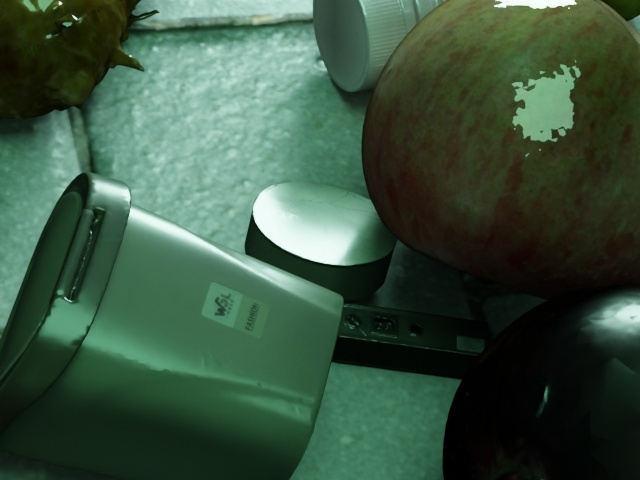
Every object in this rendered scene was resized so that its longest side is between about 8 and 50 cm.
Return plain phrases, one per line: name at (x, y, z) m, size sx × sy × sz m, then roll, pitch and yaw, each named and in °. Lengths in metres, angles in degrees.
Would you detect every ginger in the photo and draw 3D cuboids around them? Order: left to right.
ginger at (-0.217, -0.263, 1.728) m, size 0.418 × 0.176 × 0.254 m, roll -37°, pitch 74°, yaw -27°

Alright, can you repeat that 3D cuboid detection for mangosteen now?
mangosteen at (0.270, 0.176, 1.464) m, size 0.360 × 0.306 × 0.306 m, roll -18°, pitch 61°, yaw -40°

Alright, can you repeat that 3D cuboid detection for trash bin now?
trash bin at (-0.131, 0.097, 1.479) m, size 0.250 × 0.219 × 0.219 m, roll 20°, pitch 55°, yaw -8°

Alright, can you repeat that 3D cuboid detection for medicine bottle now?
medicine bottle at (0.129, -0.229, 1.817) m, size 0.250 × 0.133 × 0.133 m, roll -15°, pitch 60°, yaw -23°

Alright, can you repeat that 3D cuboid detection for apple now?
apple at (0.202, -0.091, 1.604) m, size 0.345 × 0.345 × 0.269 m, roll 20°, pitch 93°, yaw 0°

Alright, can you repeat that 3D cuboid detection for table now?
table at (0.000, 0.000, 1.648) m, size 0.133 × 0.043 × 0.133 m, roll 10°, pitch 32°, yaw -7°

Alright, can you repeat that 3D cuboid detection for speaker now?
speaker at (0.052, 0.086, 1.626) m, size 0.191 × 0.046 × 0.040 m, roll 9°, pitch 55°, yaw -8°

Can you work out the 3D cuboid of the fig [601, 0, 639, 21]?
fig at (0.277, -0.304, 1.918) m, size 0.186 × 0.148 × 0.142 m, roll 11°, pitch 59°, yaw 43°
